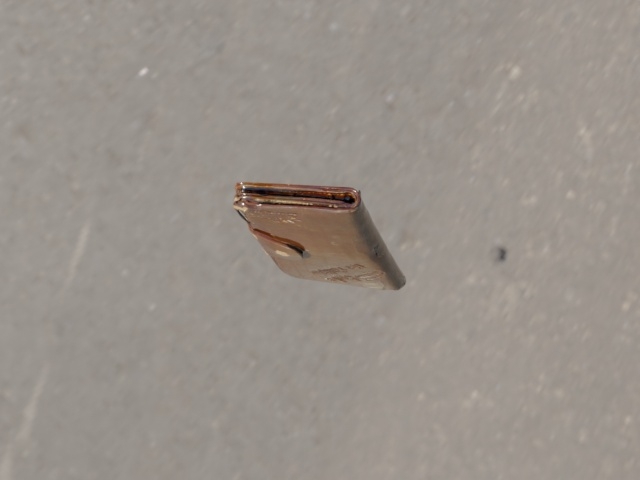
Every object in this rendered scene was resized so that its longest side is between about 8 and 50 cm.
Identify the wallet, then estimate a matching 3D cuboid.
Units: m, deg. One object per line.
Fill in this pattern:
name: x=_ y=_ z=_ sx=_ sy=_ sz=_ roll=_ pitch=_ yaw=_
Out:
wallet: x=0.000 y=0.000 z=1.348 sx=0.095 sy=0.176 sz=0.026 roll=6 pitch=74 yaw=14
